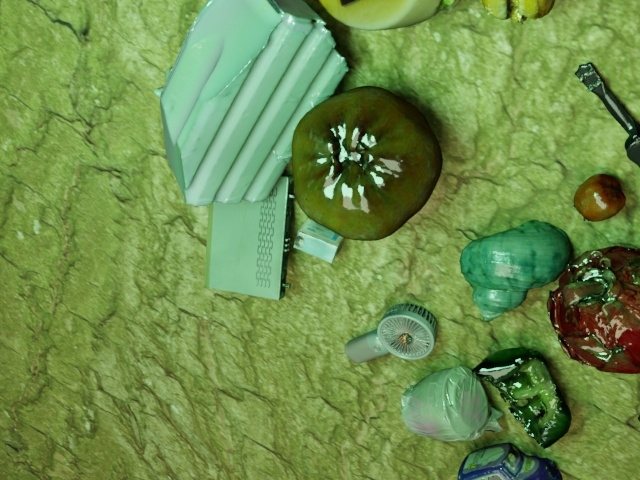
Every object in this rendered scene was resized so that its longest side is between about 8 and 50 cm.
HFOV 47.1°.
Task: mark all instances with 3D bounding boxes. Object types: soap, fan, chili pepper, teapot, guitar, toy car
[{"bbox_3d":[-0.135,-0.257,1.322,0.446,0.261,0.156,-53,55,39],"label":"soap"},{"bbox_3d":[0.155,0.225,1.666,0.244,0.074,0.130,-30,108,37],"label":"fan"},{"bbox_3d":[0.452,0.328,1.597,0.148,0.116,0.264,-27,110,23],"label":"chili pepper"},{"bbox_3d":[0.294,0.377,1.689,0.178,0.221,0.163,-21,74,44],"label":"teapot"},{"bbox_3d":[0.520,-0.190,1.232,0.271,0.038,0.084,45,127,-11],"label":"guitar"},{"bbox_3d":[0.441,0.568,1.734,0.235,0.172,0.158,-24,97,30],"label":"toy car"}]

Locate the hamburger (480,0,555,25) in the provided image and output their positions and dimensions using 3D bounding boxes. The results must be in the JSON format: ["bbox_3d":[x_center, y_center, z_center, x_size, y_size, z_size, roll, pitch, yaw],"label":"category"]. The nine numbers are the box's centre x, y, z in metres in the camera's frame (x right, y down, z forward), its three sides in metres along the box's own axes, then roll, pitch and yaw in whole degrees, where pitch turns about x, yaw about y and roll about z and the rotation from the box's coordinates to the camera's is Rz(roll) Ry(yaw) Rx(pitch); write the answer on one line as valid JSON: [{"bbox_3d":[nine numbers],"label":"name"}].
[{"bbox_3d":[0.300,-0.414,1.088,0.118,0.191,0.182,17,88,22],"label":"hamburger"}]

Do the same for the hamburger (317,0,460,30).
[{"bbox_3d":[0.102,-0.463,1.127,0.302,0.170,0.302,26,132,32],"label":"hamburger"}]

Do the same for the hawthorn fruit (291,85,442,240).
[{"bbox_3d":[0.091,-0.135,1.328,0.268,0.301,0.268,1,93,14],"label":"hawthorn fruit"}]

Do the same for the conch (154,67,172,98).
[{"bbox_3d":[-0.273,-0.293,1.467,0.137,0.114,0.234,53,133,-1],"label":"conch"}]

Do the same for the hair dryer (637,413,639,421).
[{"bbox_3d":[0.762,0.477,1.557,0.255,0.128,0.070,44,131,4],"label":"hair dryer"}]

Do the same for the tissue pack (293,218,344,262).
[{"bbox_3d":[0.000,0.000,1.577,0.094,0.074,0.059,24,122,8],"label":"tissue pack"}]

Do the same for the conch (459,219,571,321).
[{"bbox_3d":[0.364,0.062,1.418,0.196,0.134,0.202,25,129,7],"label":"conch"}]

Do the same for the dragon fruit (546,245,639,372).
[{"bbox_3d":[0.531,0.129,1.312,0.299,0.244,0.244,18,142,-40],"label":"dragon fruit"}]

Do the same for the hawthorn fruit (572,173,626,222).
[{"bbox_3d":[0.490,-0.070,1.307,0.081,0.081,0.093,40,142,-7],"label":"hawthorn fruit"}]

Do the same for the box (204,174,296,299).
[{"bbox_3d":[-0.152,-0.016,1.588,0.211,0.045,0.270,7,101,19],"label":"box"}]
